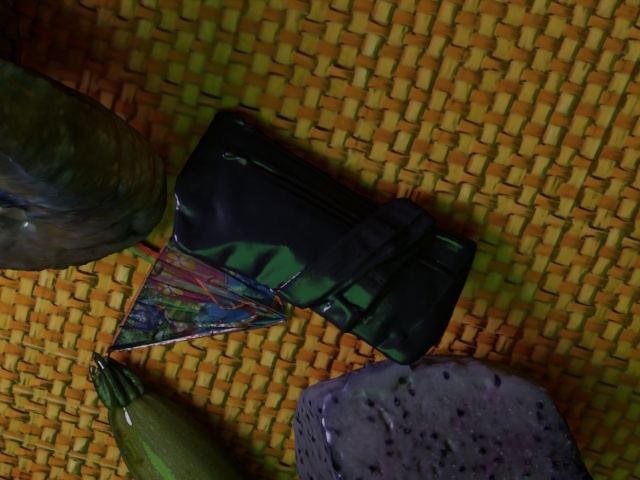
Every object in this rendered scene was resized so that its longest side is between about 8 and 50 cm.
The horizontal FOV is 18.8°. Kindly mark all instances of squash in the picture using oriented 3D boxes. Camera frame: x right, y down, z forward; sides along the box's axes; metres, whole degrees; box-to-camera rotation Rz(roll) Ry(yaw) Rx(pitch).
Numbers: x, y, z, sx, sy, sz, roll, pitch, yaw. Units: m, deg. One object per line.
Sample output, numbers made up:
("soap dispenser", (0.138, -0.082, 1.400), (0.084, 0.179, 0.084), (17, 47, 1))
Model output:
("squash", (-0.106, 0.229, 1.743), (0.094, 0.094, 0.341), (-21, 121, 25))

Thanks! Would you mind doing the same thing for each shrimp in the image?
("shrimp", (-0.266, -0.071, 1.421), (0.221, 0.110, 0.446), (-15, 156, 14))

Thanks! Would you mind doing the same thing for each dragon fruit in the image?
("dragon fruit", (0.110, 0.230, 1.637), (0.221, 0.204, 0.283), (-19, 85, -7))

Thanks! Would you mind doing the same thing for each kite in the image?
("kite", (-0.113, 0.037, 1.641), (0.183, 0.014, 0.241), (30, 129, -12))

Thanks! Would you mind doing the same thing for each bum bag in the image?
("bum bag", (0.000, 0.000, 1.535), (0.248, 0.123, 0.060), (28, 172, -5))

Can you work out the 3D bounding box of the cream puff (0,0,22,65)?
("cream puff", (-0.296, -0.152, 1.465), (0.144, 0.103, 0.126), (35, 125, -24))
